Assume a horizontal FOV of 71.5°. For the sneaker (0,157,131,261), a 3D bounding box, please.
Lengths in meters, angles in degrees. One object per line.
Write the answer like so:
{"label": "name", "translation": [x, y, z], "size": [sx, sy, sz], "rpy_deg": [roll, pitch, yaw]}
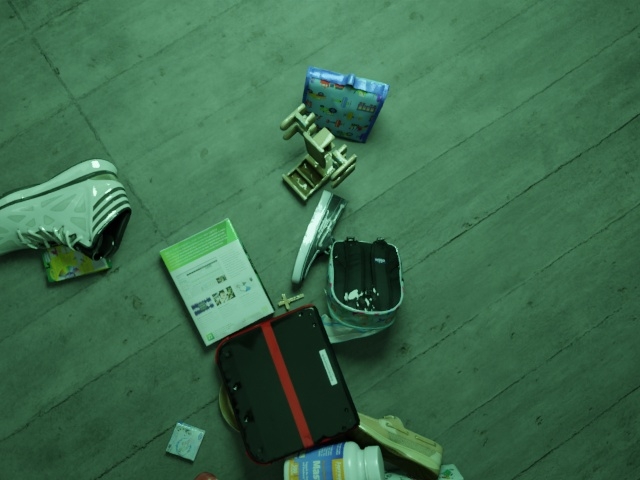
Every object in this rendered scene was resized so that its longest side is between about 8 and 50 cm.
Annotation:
{"label": "sneaker", "translation": [-0.744, -0.025, 1.242], "size": [0.447, 0.169, 0.258], "rpy_deg": [-32, 69, -6]}

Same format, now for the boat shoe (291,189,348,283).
{"label": "boat shoe", "translation": [0.000, 0.000, 1.365], "size": [0.102, 0.108, 0.301], "rpy_deg": [22, 80, -2]}

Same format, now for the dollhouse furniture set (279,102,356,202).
{"label": "dollhouse furniture set", "translation": [-0.029, -0.226, 1.288], "size": [0.161, 0.242, 0.212], "rpy_deg": [-43, 82, -4]}

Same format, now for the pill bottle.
{"label": "pill bottle", "translation": [0.043, 0.670, 1.290], "size": [0.271, 0.152, 0.152], "rpy_deg": [-12, 89, 12]}

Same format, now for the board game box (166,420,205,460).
{"label": "board game box", "translation": [-0.410, 0.611, 1.356], "size": [0.090, 0.020, 0.090], "rpy_deg": [22, 87, -3]}

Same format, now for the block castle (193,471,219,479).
{"label": "block castle", "translation": [-0.342, 0.931, 1.224], "size": [0.303, 0.212, 0.454], "rpy_deg": [-19, 93, -42]}

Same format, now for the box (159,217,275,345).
{"label": "box", "translation": [-0.311, 0.125, 1.360], "size": [0.232, 0.058, 0.322], "rpy_deg": [-26, 92, -4]}

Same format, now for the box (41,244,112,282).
{"label": "box", "translation": [-0.733, 0.057, 1.338], "size": [0.179, 0.043, 0.105], "rpy_deg": [-14, 90, -7]}

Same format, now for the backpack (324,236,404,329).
{"label": "backpack", "translation": [0.124, 0.138, 1.292], "size": [0.225, 0.254, 0.191], "rpy_deg": [4, 133, -4]}

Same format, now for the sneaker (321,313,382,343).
{"label": "sneaker", "translation": [0.114, 0.248, 1.371], "size": [0.228, 0.087, 0.092], "rpy_deg": [-12, 87, -6]}

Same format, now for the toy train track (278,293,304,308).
{"label": "toy train track", "translation": [-0.092, 0.185, 1.394], "size": [0.083, 0.014, 0.048], "rpy_deg": [-19, 83, -10]}

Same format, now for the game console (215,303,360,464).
{"label": "game console", "translation": [-0.106, 0.424, 1.314], "size": [0.341, 0.060, 0.387], "rpy_deg": [-21, 80, -4]}

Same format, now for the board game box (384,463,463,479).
{"label": "board game box", "translation": [0.285, 0.831, 1.362], "size": [0.303, 0.097, 0.224], "rpy_deg": [-4, 90, -3]}

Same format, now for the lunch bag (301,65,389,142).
{"label": "lunch bag", "translation": [0.062, -0.404, 1.281], "size": [0.220, 0.293, 0.138], "rpy_deg": [14, 88, -4]}

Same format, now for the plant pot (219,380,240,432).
{"label": "plant pot", "translation": [-0.191, 0.478, 1.370], "size": [0.236, 0.032, 0.237], "rpy_deg": [0, 88, -4]}

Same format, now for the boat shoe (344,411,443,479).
{"label": "boat shoe", "translation": [0.207, 0.601, 1.362], "size": [0.341, 0.122, 0.110], "rpy_deg": [28, 46, 7]}
